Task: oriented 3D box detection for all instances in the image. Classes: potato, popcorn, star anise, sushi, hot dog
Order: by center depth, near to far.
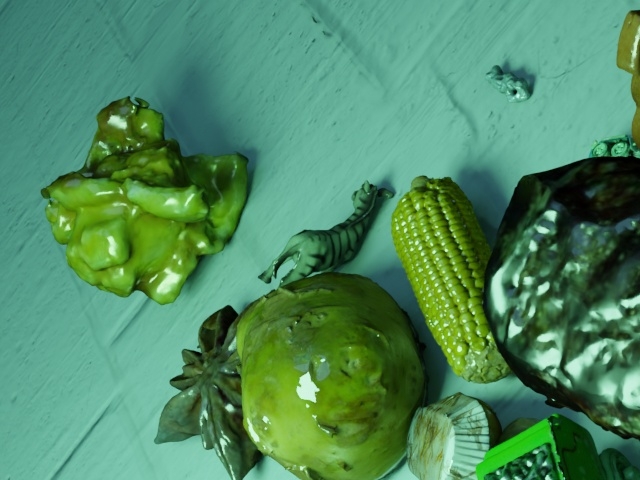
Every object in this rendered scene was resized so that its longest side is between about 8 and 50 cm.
[{"bbox_3d":[0.356,0.066,1.275,0.294,0.299,0.281,19,108,55],"label":"sushi"},{"bbox_3d":[0.151,0.239,1.495,0.253,0.069,0.131,162,121,-82],"label":"hot dog"},{"bbox_3d":[-0.003,0.146,1.650,0.246,0.196,0.299,-33,53,2],"label":"potato"},{"bbox_3d":[-0.125,0.215,1.874,0.315,0.108,0.315,-24,52,36],"label":"star anise"},{"bbox_3d":[-0.264,-0.043,2.096,0.321,0.326,0.290,42,141,40],"label":"popcorn"}]

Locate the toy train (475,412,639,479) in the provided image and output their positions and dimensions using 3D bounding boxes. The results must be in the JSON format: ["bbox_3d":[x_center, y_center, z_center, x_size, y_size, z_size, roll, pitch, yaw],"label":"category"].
[{"bbox_3d":[0.256,0.297,1.311,0.132,0.188,0.243,-34,44,26],"label":"toy train"}]

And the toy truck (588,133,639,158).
[{"bbox_3d":[0.399,-0.121,1.536,0.175,0.067,0.081,-9,54,50],"label":"toy truck"}]

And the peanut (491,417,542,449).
[{"bbox_3d":[0.215,0.282,1.460,0.080,0.080,0.174,13,79,52],"label":"peanut"}]

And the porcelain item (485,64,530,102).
[{"bbox_3d":[0.259,-0.214,1.785,0.083,0.028,0.036,49,121,50],"label":"porcelain item"}]

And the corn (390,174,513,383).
[{"bbox_3d":[0.169,0.040,1.645,0.119,0.119,0.322,-42,45,22],"label":"corn"}]

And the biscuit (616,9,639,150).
[{"bbox_3d":[0.446,-0.219,1.386,0.043,0.306,0.284,-130,41,-52],"label":"biscuit"}]

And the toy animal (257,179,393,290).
[{"bbox_3d":[0.005,0.004,1.849,0.073,0.217,0.176,44,122,15],"label":"toy animal"}]
